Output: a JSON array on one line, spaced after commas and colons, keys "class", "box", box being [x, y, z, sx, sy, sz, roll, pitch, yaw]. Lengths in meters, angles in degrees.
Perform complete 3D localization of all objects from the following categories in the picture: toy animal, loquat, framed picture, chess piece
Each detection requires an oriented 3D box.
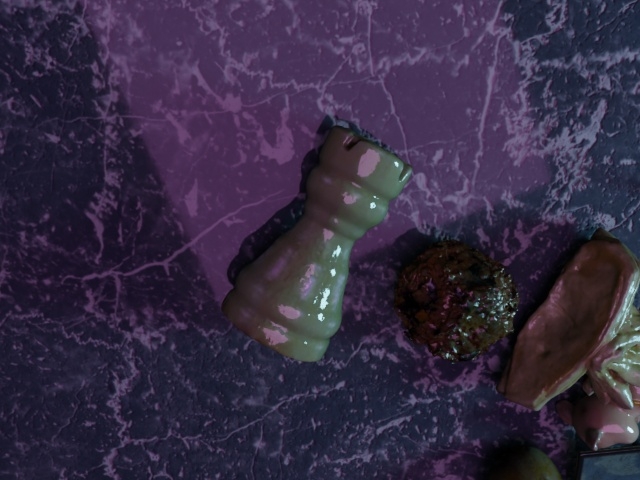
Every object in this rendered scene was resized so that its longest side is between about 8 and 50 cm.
[{"class": "toy animal", "box": [0.675, 0.360, 1.597, 0.149, 0.165, 0.248, 39, 93, -9]}, {"class": "loquat", "box": [0.473, 0.588, 1.638, 0.179, 0.179, 0.227, 1, 98, -5]}, {"class": "framed picture", "box": [0.726, 0.607, 1.687, 0.265, 0.016, 0.347, -5, 123, 0]}, {"class": "chess piece", "box": [0.000, 0.000, 1.412, 0.234, 0.234, 0.442, 27, 99, -11]}]

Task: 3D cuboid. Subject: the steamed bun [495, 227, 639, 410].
[{"class": "steamed bun", "box": [0.594, 0.210, 1.519, 0.189, 0.247, 0.428, 20, 101, -35]}]

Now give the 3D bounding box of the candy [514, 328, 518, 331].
[{"class": "candy", "box": [0.393, 0.225, 1.601, 0.123, 0.035, 0.035, -21, 110, -7]}]

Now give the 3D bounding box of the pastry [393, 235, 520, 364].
[{"class": "pastry", "box": [0.284, 0.135, 1.479, 0.275, 0.193, 0.275, -2, 107, -6]}]
